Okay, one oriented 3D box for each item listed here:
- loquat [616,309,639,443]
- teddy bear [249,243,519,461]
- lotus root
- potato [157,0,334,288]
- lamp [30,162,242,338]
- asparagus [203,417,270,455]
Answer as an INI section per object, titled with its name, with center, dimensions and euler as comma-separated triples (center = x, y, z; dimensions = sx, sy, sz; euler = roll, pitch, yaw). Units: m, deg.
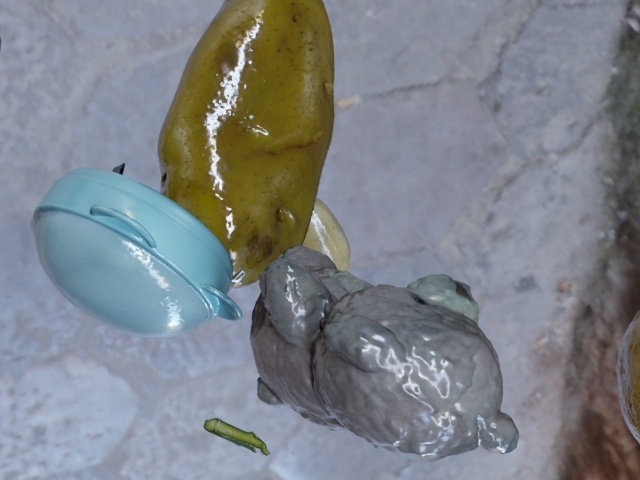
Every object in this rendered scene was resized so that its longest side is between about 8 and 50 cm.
[loquat]
center = 0.388, 0.127, 1.176
dimensions = 0.208, 0.208, 0.208
euler = -16, 139, -15
[teddy bear]
center = 0.042, 0.093, 1.025
dimensions = 0.236, 0.267, 0.151
euler = 33, 73, -23
[lotus root]
center = 0.000, 0.000, 1.507
dimensions = 0.062, 0.073, 0.150
euler = -38, 112, -24
[potato]
center = -0.079, -0.130, 1.388
dimensions = 0.195, 0.176, 0.369
euler = 13, 89, -10
[lamp]
center = -0.205, 0.010, 1.269
dimensions = 0.147, 0.284, 0.209
euler = -48, 120, -5
[asparagus]
center = -0.112, 0.275, 1.721
dimensions = 0.108, 0.025, 0.021
euler = 28, 151, -19
